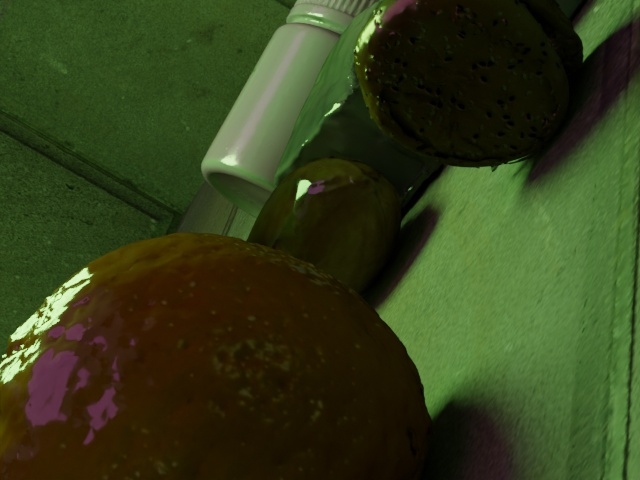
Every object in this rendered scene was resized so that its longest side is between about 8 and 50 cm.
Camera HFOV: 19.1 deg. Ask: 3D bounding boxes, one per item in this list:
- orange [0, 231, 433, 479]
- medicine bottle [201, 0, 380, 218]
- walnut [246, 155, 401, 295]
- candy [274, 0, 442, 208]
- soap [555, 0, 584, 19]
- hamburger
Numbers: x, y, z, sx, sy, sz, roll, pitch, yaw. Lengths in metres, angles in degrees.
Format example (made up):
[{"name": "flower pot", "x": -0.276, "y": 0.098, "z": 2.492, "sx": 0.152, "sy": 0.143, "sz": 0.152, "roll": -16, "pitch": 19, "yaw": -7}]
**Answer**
[{"name": "orange", "x": -0.096, "y": 0.153, "z": 1.319, "sx": 0.340, "sy": 0.293, "sz": 0.340, "roll": -57, "pitch": 10, "yaw": 15}, {"name": "medicine bottle", "x": -0.003, "y": -0.165, "z": 2.302, "sx": 0.290, "sy": 0.178, "sz": 0.178, "roll": -61, "pitch": 8, "yaw": -15}, {"name": "walnut", "x": 0.000, "y": 0.000, "z": 1.845, "sx": 0.245, "sy": 0.137, "sz": 0.137, "roll": -51, "pitch": 12, "yaw": 51}, {"name": "candy", "x": 0.053, "y": -0.118, "z": 1.940, "sx": 0.185, "sy": 0.137, "sz": 0.195, "roll": -50, "pitch": 15, "yaw": 50}, {"name": "soap", "x": 0.172, "y": -0.216, "z": 1.677, "sx": 0.149, "sy": 0.100, "sz": 0.056, "roll": -54, "pitch": 10, "yaw": 30}, {"name": "hamburger", "x": 0.119, "y": -0.130, "z": 1.505, "sx": 0.113, "sy": 0.177, "sz": 0.185, "roll": -75, "pitch": -26, "yaw": -62}]
